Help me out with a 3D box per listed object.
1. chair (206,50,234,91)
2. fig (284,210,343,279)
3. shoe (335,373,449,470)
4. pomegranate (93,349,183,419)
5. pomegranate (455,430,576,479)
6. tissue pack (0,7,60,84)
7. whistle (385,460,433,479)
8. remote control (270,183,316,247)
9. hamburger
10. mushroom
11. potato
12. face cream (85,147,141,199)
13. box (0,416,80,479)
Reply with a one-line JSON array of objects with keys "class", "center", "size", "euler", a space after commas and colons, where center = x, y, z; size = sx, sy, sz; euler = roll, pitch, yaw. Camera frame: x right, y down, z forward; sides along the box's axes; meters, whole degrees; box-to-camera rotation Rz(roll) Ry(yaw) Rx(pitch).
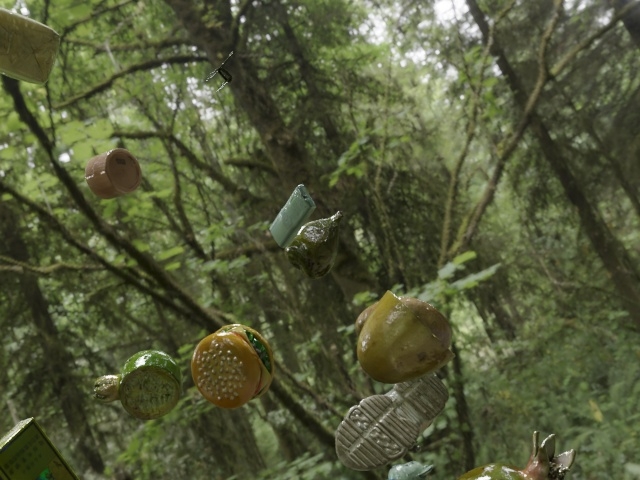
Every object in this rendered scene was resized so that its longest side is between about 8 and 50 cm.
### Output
[{"class": "chair", "center": [-0.200, -0.355, 1.461], "size": [0.086, 0.042, 0.037], "euler": [-51, 10, -16]}, {"class": "fig", "center": [0.000, 0.016, 1.751], "size": [0.184, 0.133, 0.127], "euler": [-32, -48, -38]}, {"class": "shoe", "center": [0.183, 0.501, 1.828], "size": [0.350, 0.172, 0.198], "euler": [-26, -27, -29]}, {"class": "pomegranate", "center": [-0.517, 0.419, 2.011], "size": [0.240, 0.190, 0.159], "euler": [-34, 23, -1]}, {"class": "pomegranate", "center": [0.412, 0.572, 1.402], "size": [0.323, 0.291, 0.290], "euler": [-39, -15, 18]}, {"class": "tissue pack", "center": [-0.634, -0.402, 1.438], "size": [0.159, 0.125, 0.234], "euler": [18, 6, -25]}, {"class": "whistle", "center": [0.149, 0.561, 1.543], "size": [0.235, 0.077, 0.114], "euler": [-24, -13, -27]}, {"class": "remote control", "center": [-0.061, -0.047, 1.438], "size": [0.029, 0.061, 0.162], "euler": [-21, -20, -35]}, {"class": "hamburger", "center": [-0.167, 0.243, 1.324], "size": [0.162, 0.162, 0.115], "euler": [-30, -4, 23]}, {"class": "mushroom", "center": [0.229, 0.259, 1.915], "size": [0.278, 0.146, 0.278], "euler": [4, -41, 3]}, {"class": "potato", "center": [0.152, 0.215, 1.383], "size": [0.158, 0.178, 0.203], "euler": [-47, -30, 3]}, {"class": "face cream", "center": [-0.668, -0.214, 2.236], "size": [0.104, 0.149, 0.149], "euler": [-13, -3, 33]}, {"class": "box", "center": [-0.636, 0.526, 1.532], "size": [0.064, 0.220, 0.141], "euler": [-25, 15, 29]}]
